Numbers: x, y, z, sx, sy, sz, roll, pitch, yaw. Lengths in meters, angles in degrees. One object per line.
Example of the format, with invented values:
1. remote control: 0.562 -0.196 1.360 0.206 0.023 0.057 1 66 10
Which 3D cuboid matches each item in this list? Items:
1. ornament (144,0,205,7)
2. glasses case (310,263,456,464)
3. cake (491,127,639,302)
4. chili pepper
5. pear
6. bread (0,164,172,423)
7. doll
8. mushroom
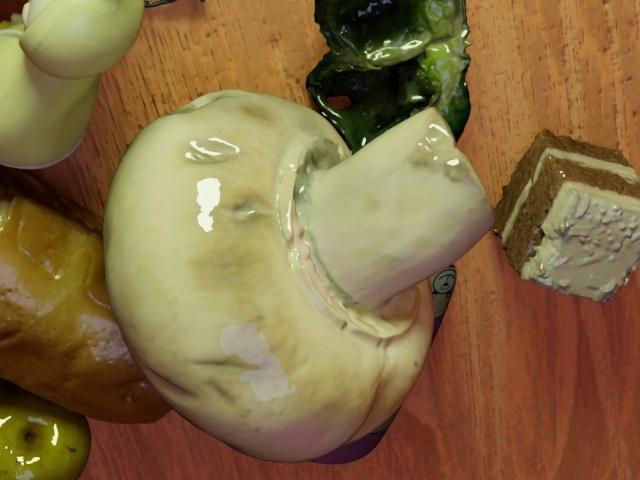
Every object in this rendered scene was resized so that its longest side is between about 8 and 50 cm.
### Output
1. ornament: -0.107 -0.252 1.108 0.125 0.028 0.073 -12 125 -6
2. glasses case: 0.053 0.130 1.385 0.123 0.076 0.316 11 120 -21
3. cake: 0.274 -0.022 1.299 0.134 0.147 0.135 11 118 -23
4. chili pepper: 0.066 -0.179 1.168 0.148 0.116 0.265 -22 128 -14
5. pear: -0.320 0.214 1.294 0.148 0.162 0.149 4 79 -21
6. bread: -0.270 0.058 1.197 0.344 0.149 0.195 30 110 -30
7. doll: -0.228 -0.154 1.014 0.117 0.141 0.296 46 141 1
8. mushroom: -0.019 0.015 1.139 0.353 0.353 0.325 -22 168 0
